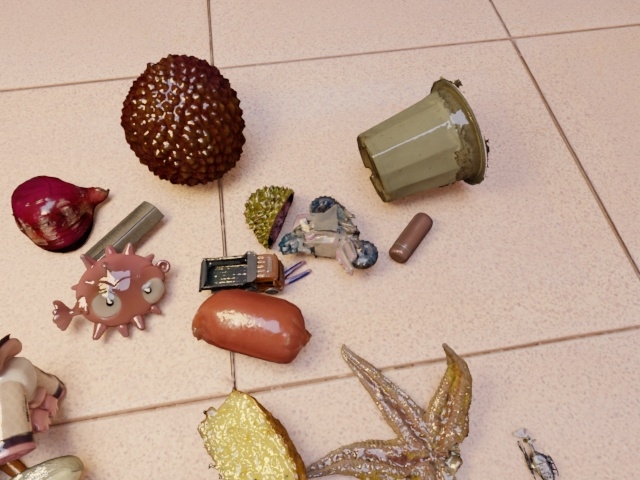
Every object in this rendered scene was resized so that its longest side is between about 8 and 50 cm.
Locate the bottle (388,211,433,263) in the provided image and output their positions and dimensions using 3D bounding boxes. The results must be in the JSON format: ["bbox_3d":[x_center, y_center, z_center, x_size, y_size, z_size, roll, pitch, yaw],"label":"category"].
[{"bbox_3d":[0.225,-0.007,1.060,0.053,0.053,0.140,34,67,16],"label":"bottle"}]

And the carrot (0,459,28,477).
[{"bbox_3d":[-0.597,0.443,0.831,0.093,0.032,0.032,31,66,11],"label":"carrot"}]

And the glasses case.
[{"bbox_3d":[-0.483,-0.010,1.043,0.071,0.047,0.205,19,59,43],"label":"glasses case"}]

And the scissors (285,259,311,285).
[{"bbox_3d":[-0.077,0.087,1.030,0.113,0.012,0.039,-29,66,-14],"label":"scissors"}]

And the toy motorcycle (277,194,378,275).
[{"bbox_3d":[0.000,0.004,1.027,0.204,0.108,0.239,-26,41,-19],"label":"toy motorcycle"}]

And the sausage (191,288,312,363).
[{"bbox_3d":[-0.145,0.179,0.911,0.255,0.148,0.148,16,64,7],"label":"sausage"}]

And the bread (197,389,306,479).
[{"bbox_3d":[-0.121,0.403,0.796,0.143,0.139,0.229,-34,57,-13],"label":"bread"}]

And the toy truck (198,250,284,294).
[{"bbox_3d":[-0.182,0.079,0.983,0.192,0.092,0.083,-5,63,3],"label":"toy truck"}]

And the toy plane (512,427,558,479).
[{"bbox_3d":[0.430,0.434,0.849,0.049,0.031,0.120,-17,67,0],"label":"toy plane"}]

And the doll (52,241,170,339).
[{"bbox_3d":[-0.462,0.115,0.958,0.262,0.093,0.211,-21,85,-19],"label":"doll"}]

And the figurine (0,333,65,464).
[{"bbox_3d":[-0.678,0.346,0.772,0.361,0.253,0.211,-30,94,-10],"label":"figurine"}]

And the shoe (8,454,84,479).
[{"bbox_3d":[-0.517,0.553,0.726,0.211,0.132,0.342,39,72,13],"label":"shoe"}]

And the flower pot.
[{"bbox_3d":[0.244,-0.225,1.080,0.259,0.290,0.290,-25,65,1],"label":"flower pot"}]

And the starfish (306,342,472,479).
[{"bbox_3d":[0.176,0.391,0.816,0.384,0.132,0.397,12,77,15],"label":"starfish"}]

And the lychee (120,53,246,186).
[{"bbox_3d":[-0.338,-0.302,1.074,0.306,0.306,0.330,-40,93,-19],"label":"lychee"}]

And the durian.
[{"bbox_3d":[-0.141,-0.080,1.056,0.108,0.119,0.186,20,66,5],"label":"durian"}]

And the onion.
[{"bbox_3d":[-0.632,-0.087,1.054,0.218,0.139,0.195,-31,60,-19],"label":"onion"}]
